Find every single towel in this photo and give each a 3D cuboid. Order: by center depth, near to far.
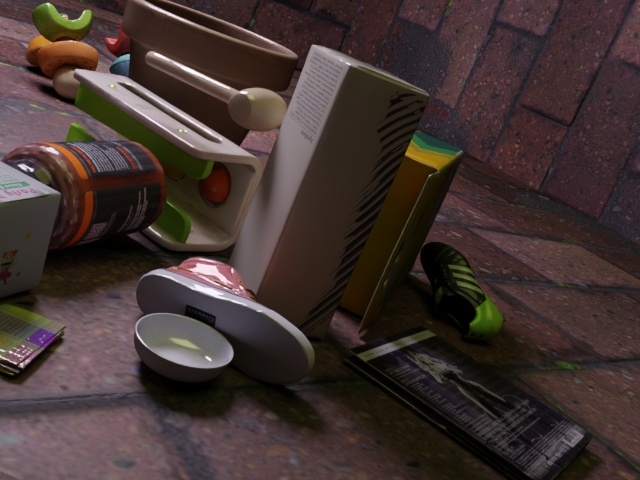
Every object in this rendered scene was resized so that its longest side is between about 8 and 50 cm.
[{"bbox_3d":[-0.233,0.072,0.557,0.060,0.009,0.083,21,16,-1],"label":"towel"}]

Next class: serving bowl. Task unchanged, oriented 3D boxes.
[{"bbox_3d":[-0.115,0.092,0.612,0.083,0.027,0.083,20,17,-7],"label":"serving bowl"}]

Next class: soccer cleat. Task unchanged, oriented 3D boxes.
[{"bbox_3d":[0.175,0.061,0.994,0.072,0.060,0.179,5,36,-34],"label":"soccer cleat"}]

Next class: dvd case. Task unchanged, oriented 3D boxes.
[{"bbox_3d":[0.152,0.161,0.758,0.221,0.018,0.164,32,20,28],"label":"dvd case"}]

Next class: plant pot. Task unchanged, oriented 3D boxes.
[{"bbox_3d":[-0.195,-0.220,1.131,0.263,0.229,0.263,21,17,-7],"label":"plant pot"}]

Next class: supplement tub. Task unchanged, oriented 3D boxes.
[{"bbox_3d":[-0.247,-0.047,0.741,0.106,0.106,0.198,27,17,16],"label":"supplement tub"}]

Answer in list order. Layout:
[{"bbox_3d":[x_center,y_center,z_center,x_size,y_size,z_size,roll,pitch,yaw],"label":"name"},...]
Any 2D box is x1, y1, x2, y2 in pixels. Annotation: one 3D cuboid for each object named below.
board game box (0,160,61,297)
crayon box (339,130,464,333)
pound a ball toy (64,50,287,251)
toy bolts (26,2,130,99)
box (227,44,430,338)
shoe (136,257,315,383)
[{"bbox_3d":[-0.397,-0.048,0.571,0.303,0.097,0.224,26,18,17],"label":"board game box"},{"bbox_3d":[0.093,-0.027,0.945,0.081,0.202,0.318,25,16,10],"label":"crayon box"},{"bbox_3d":[-0.172,-0.129,0.913,0.319,0.208,0.136,33,20,33],"label":"pound a ball toy"},{"bbox_3d":[-0.422,-0.311,1.384,0.229,0.158,0.218,-3,-12,-36],"label":"toy bolts"},{"bbox_3d":[-0.002,-0.047,0.757,0.094,0.275,0.113,14,19,-27],"label":"box"},{"bbox_3d":[-0.074,0.066,0.683,0.178,0.063,0.081,23,21,16],"label":"shoe"}]
